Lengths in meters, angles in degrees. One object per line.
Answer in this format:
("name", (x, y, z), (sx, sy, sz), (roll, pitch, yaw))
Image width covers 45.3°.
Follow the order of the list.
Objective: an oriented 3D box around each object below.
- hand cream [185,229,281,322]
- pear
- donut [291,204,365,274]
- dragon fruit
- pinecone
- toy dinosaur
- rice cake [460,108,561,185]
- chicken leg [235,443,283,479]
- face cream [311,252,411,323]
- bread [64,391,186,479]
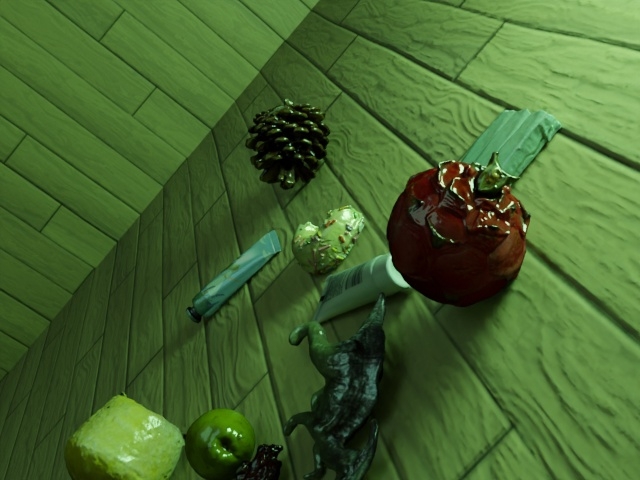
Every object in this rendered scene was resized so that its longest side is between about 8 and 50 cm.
("hand cream", (-0.181, 0.080, 1.621), (0.256, 0.055, 0.088), (-40, 28, 11))
("pear", (-0.149, 0.304, 1.140), (0.107, 0.107, 0.131), (-62, 12, -22))
("donut", (0.000, 0.003, 1.349), (0.166, 0.065, 0.108), (-18, 41, 55))
("dragon fruit", (0.164, -0.006, 0.914), (0.172, 0.172, 0.209), (-62, -5, -24))
("pinecone", (-0.074, -0.205, 1.673), (0.186, 0.169, 0.212), (-27, 33, 43))
("toy dinosaur", (0.026, 0.200, 0.996), (0.162, 0.077, 0.294), (-28, 46, 37))
("rice cake", (0.233, -0.092, 1.077), (0.211, 0.038, 0.124), (-54, 23, -4))
("chicken leg", (-0.119, 0.370, 1.046), (0.219, 0.048, 0.089), (-55, 19, -8))
("face cream", (0.058, 0.069, 1.159), (0.244, 0.058, 0.092), (-27, 39, 57))
("bread", (-0.335, 0.373, 1.311), (0.197, 0.197, 0.170), (-19, 26, 54))
